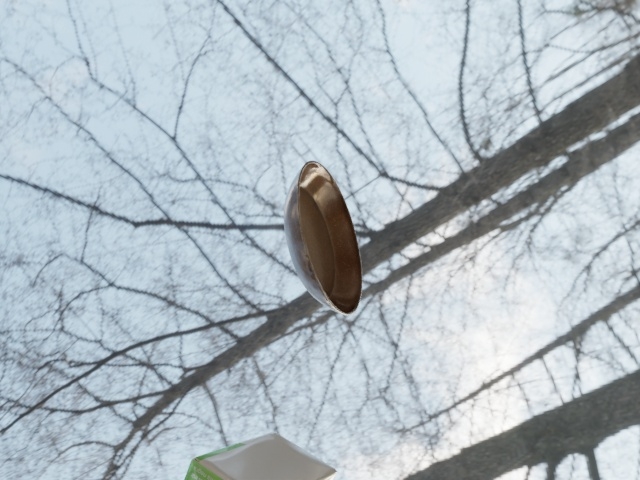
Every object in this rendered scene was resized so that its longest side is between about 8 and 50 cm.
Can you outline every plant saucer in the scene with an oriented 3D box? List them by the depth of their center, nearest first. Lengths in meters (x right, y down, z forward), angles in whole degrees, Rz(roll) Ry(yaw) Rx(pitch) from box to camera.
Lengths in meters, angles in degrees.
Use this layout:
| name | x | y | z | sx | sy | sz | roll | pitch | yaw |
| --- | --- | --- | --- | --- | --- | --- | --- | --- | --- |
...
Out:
| name | x | y | z | sx | sy | sz | roll | pitch | yaw |
| --- | --- | --- | --- | --- | --- | --- | --- | --- | --- |
| plant saucer | 0.000 | 0.000 | 1.087 | 0.199 | 0.036 | 0.198 | -15 | -90 | -70 |

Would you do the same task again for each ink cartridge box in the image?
| name | x | y | z | sx | sy | sz | roll | pitch | yaw |
| --- | --- | --- | --- | --- | --- | --- | --- | --- | --- |
| ink cartridge box | -0.112 | 0.399 | 1.094 | 0.198 | 0.115 | 0.272 | 5 | -71 | -64 |
